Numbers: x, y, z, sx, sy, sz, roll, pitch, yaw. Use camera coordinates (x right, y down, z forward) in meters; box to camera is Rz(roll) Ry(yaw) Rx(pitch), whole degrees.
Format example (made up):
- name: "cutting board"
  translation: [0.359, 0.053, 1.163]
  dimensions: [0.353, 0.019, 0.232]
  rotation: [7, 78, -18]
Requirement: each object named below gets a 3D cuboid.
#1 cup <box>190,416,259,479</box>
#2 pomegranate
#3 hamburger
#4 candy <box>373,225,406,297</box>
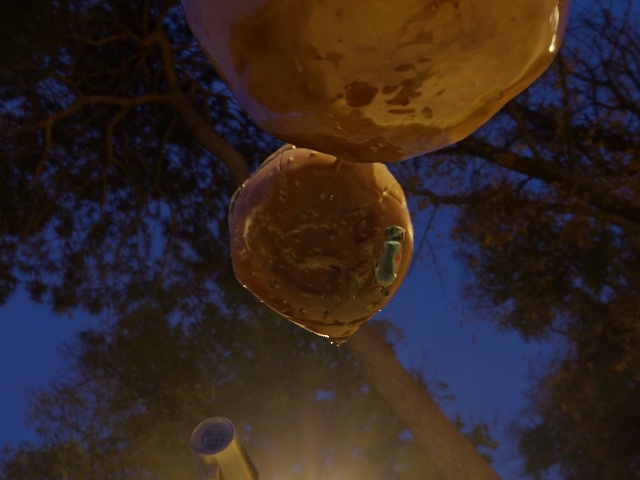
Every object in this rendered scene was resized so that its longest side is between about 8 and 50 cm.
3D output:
- name: "cup"
  translation: [-0.129, 0.306, 0.910]
  dimensions: [0.074, 0.104, 0.116]
  rotation: [-6, -52, 8]
- name: "pomegranate"
  translation: [0.058, -0.257, 0.644]
  dimensions: [0.410, 0.410, 0.410]
  rotation: [-18, -54, -27]
- name: "hamburger"
  translation: [0.000, 0.000, 0.904]
  dimensions: [0.243, 0.146, 0.286]
  rotation: [-4, -59, -2]
- name: "candy"
  translation: [0.076, 0.023, 0.786]
  dimensions: [0.020, 0.030, 0.083]
  rotation: [37, -111, -70]
